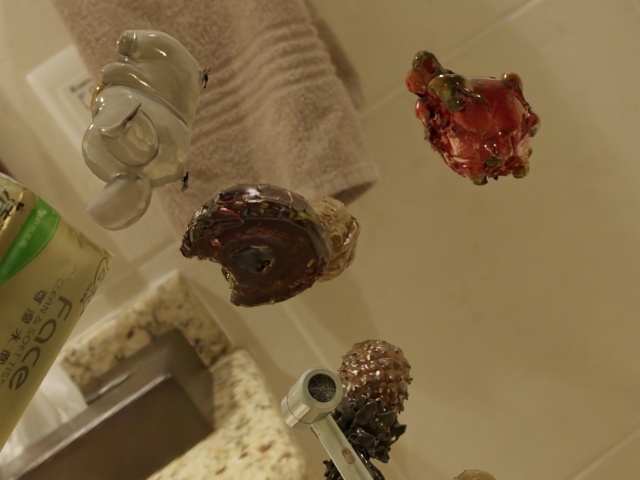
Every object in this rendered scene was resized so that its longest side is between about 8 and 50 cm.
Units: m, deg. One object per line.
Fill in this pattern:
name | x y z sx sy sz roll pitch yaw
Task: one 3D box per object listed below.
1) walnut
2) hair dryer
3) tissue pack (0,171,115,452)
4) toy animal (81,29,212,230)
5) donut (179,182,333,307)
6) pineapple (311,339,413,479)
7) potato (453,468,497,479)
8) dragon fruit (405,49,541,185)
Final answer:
walnut | 0.000 0.000 1.794 0.198 0.198 0.245 -24 25 32
hair dryer | 0.014 0.199 0.743 0.047 0.137 0.082 -26 -16 -28
tissue pack | -0.555 0.113 1.177 0.404 0.205 0.331 -63 -15 -14
toy animal | -0.242 -0.163 1.010 0.325 0.154 0.208 -101 26 -57
donut | -0.095 -0.001 1.137 0.216 0.230 0.095 -32 40 22
pineapple | 0.073 0.323 1.333 0.170 0.141 0.310 7 40 11
potato | 0.316 0.620 1.509 0.141 0.192 0.296 112 168 -59
dragon fruit | 0.186 -0.161 0.933 0.150 0.208 0.133 -33 27 37
